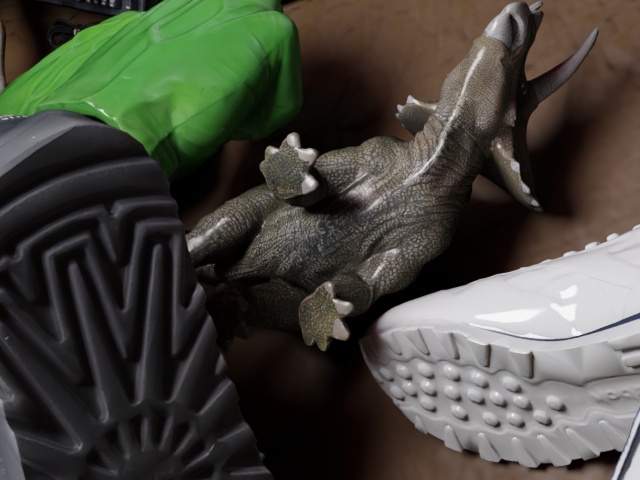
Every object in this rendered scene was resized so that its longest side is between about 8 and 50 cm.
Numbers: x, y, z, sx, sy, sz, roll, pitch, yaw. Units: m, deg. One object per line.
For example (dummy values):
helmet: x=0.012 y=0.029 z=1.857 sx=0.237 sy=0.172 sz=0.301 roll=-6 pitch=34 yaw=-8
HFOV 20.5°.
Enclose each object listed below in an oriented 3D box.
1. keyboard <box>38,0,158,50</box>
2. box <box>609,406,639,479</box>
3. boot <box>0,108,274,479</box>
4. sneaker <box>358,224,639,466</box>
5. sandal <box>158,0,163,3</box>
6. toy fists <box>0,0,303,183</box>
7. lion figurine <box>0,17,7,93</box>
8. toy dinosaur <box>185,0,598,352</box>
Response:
keyboard: x=-0.164 y=-0.176 z=1.176 sx=0.180 sy=0.023 sz=0.108 roll=18 pitch=115 yaw=49
box: x=0.228 y=0.182 z=0.453 sx=0.296 sy=0.294 sz=0.183 roll=18 pitch=78 yaw=33
boot: x=-0.203 y=0.076 z=0.961 sx=0.445 sy=0.146 sz=0.367 roll=17 pitch=119 yaw=52
sneaker: x=0.123 y=0.041 z=0.819 sx=0.235 sy=0.090 sz=0.095 roll=-6 pitch=41 yaw=40
sandal: x=-0.153 y=-0.235 z=1.210 sx=0.090 sy=0.060 sz=0.219 roll=-42 pitch=46 yaw=13
toy fists: x=-0.105 y=-0.077 z=1.012 sx=0.142 sy=0.096 sz=0.279 roll=-46 pitch=17 yaw=-25
lion figurine: x=-0.311 y=-0.174 z=1.244 sx=0.392 sy=0.142 sz=0.240 roll=-26 pitch=54 yaw=29
toy dinosaur: x=0.000 y=0.000 z=0.912 sx=0.313 sy=0.160 sz=0.121 roll=-32 pitch=79 yaw=37
